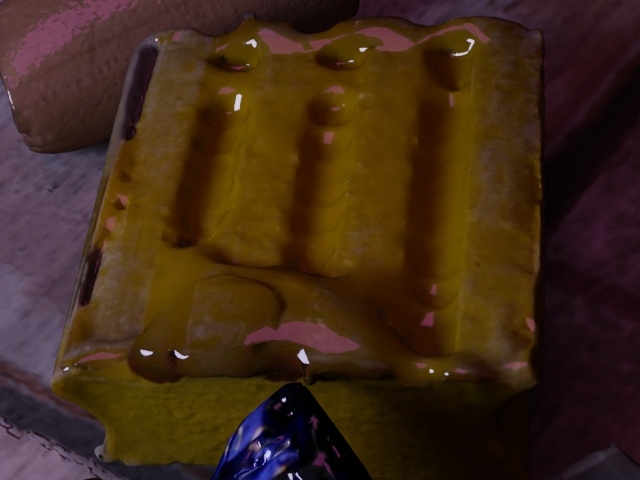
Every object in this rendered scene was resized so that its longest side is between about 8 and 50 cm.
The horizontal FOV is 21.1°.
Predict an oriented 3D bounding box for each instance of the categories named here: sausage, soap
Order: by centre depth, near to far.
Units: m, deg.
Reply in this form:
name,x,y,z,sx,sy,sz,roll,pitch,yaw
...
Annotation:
name,x,y,z,sx,sy,sz,roll,pitch,yaw
soap,0.000,0.000,0.983,0.259,0.143,0.281,2,50,8
sausage,-0.106,-0.152,1.153,0.252,0.123,0.123,-28,49,-13

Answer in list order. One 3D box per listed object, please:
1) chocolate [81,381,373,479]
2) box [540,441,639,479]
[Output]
name,x,y,z,sx,sy,sz,roll,pitch,yaw
chocolate,-0.117,0.191,0.857,0.343,0.126,0.148,-27,59,10
box,0.148,0.150,0.860,0.060,0.085,0.063,-27,44,-11
